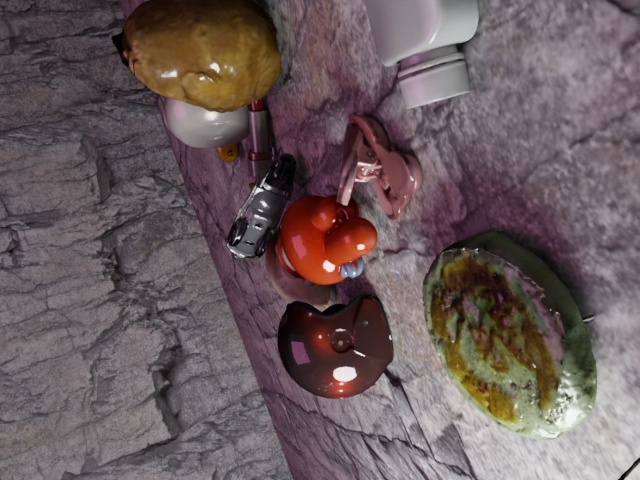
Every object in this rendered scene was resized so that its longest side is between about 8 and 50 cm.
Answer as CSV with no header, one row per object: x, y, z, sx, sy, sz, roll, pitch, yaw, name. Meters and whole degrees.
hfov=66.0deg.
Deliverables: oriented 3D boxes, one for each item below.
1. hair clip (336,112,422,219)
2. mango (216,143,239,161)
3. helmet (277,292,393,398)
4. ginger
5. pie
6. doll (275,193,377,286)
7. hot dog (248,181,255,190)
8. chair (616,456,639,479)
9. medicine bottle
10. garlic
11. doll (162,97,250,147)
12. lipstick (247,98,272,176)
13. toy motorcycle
0.079,-0.107,0.682,0.123,0.102,0.138,104,175,-54,hair clip
-0.275,-0.278,1.414,0.187,0.066,0.101,44,156,61,mango
0.025,0.186,0.896,0.216,0.193,0.189,29,162,-8,helmet
-0.192,-0.340,0.868,0.200,0.223,0.269,55,-164,16,ginger
0.193,0.102,0.539,0.240,0.054,0.240,49,149,43,pie
0.000,0.000,0.847,0.290,0.130,0.160,-31,77,60,doll
-0.170,-0.142,1.324,0.037,0.021,0.083,55,163,-21,hot dog
0.243,0.174,0.317,0.213,0.174,0.149,-17,96,59,chair
0.093,-0.225,0.473,0.119,0.069,0.183,11,117,67,medicine bottle
-0.058,0.051,1.084,0.227,0.110,0.217,62,155,24,garlic
-0.255,-0.332,1.137,0.251,0.221,0.221,-1,-110,-76,doll
-0.135,-0.238,1.092,0.057,0.063,0.186,40,138,53,lipstick
-0.121,-0.076,1.044,0.263,0.091,0.157,-60,16,22,toy motorcycle
